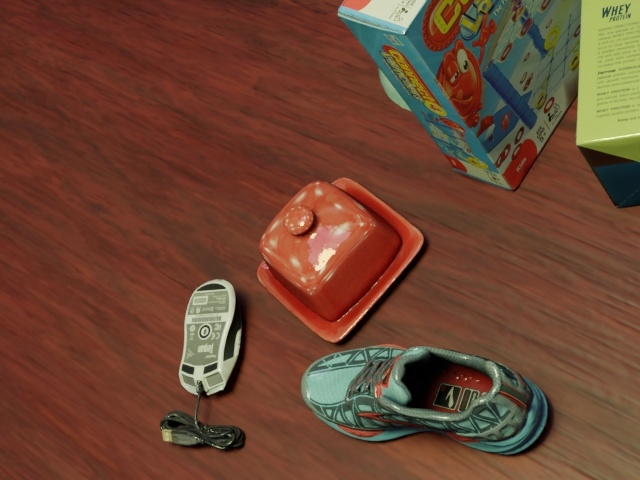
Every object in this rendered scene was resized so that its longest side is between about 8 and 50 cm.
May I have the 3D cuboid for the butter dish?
[{"bbox_3d":[0.000,0.000,1.367,0.160,0.118,0.160,-49,50,-2],"label":"butter dish"}]

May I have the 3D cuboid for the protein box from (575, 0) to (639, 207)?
[{"bbox_3d":[0.369,-0.161,1.233,0.200,0.136,0.201,-7,61,28],"label":"protein box"}]

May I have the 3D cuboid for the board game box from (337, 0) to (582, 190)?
[{"bbox_3d":[0.193,-0.256,1.282,0.086,0.302,0.308,27,79,38],"label":"board game box"}]

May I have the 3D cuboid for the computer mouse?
[{"bbox_3d":[-0.120,0.139,1.409,0.106,0.042,0.193,-5,67,33],"label":"computer mouse"}]

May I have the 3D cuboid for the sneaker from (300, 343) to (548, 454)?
[{"bbox_3d":[0.086,0.136,1.235,0.262,0.125,0.104,0,64,30],"label":"sneaker"}]

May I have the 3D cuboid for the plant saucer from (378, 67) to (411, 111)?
[{"bbox_3d":[0.149,-0.238,1.469,0.195,0.037,0.195,-14,57,23],"label":"plant saucer"}]
